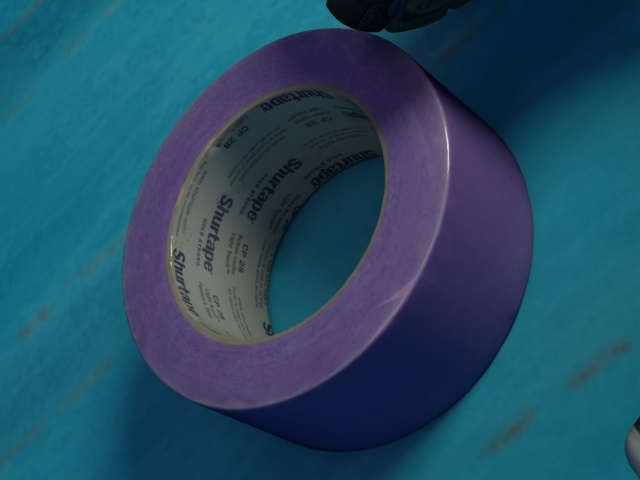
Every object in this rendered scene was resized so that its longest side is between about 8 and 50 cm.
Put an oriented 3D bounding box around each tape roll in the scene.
[{"bbox_3d":[0.000,0.000,0.610,0.189,0.080,0.189,-17,58,31],"label":"tape roll"}]

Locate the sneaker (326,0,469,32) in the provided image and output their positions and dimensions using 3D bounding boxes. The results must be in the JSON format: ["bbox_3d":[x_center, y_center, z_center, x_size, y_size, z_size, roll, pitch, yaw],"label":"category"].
[{"bbox_3d":[0.110,-0.213,0.549,0.297,0.111,0.129,-30,81,-2],"label":"sneaker"}]

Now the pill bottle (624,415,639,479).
[{"bbox_3d":[0.196,0.034,0.422,0.184,0.103,0.103,-51,48,6],"label":"pill bottle"}]
